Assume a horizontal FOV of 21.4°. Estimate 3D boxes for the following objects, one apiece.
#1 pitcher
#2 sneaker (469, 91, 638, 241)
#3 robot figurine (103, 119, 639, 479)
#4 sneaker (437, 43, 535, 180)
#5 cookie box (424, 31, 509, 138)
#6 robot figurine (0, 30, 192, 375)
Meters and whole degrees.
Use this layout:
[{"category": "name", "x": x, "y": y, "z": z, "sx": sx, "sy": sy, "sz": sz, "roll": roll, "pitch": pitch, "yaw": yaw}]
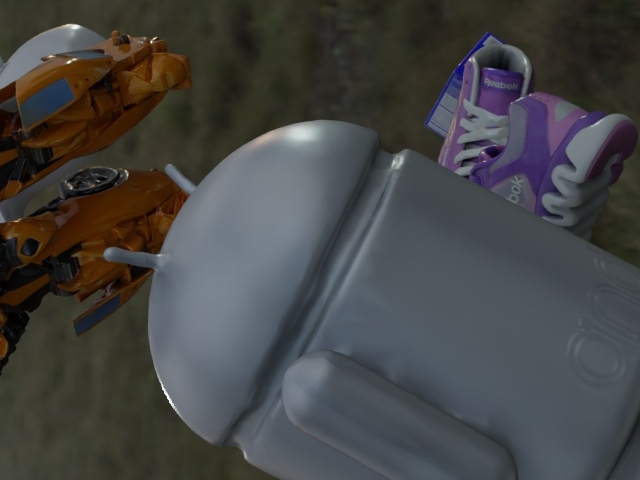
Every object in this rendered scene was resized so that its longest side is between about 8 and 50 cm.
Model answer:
[{"category": "pitcher", "x": -0.295, "y": -0.122, "z": 1.634, "sx": 0.207, "sy": 0.178, "sz": 0.125, "roll": -54, "pitch": 7, "yaw": -20}, {"category": "sneaker", "x": 0.162, "y": -0.023, "z": 1.359, "sx": 0.104, "sy": 0.095, "sz": 0.236, "roll": 36, "pitch": 128, "yaw": 21}, {"category": "robot figurine", "x": 0.053, "y": 0.061, "z": 0.962, "sx": 0.200, "sy": 0.353, "sz": 0.300, "roll": -62, "pitch": 2, "yaw": 14}, {"category": "sneaker", "x": 0.152, "y": -0.079, "z": 1.644, "sx": 0.161, "sy": 0.102, "sz": 0.282, "roll": 97, "pitch": -177, "yaw": -47}, {"category": "cookie box", "x": 0.179, "y": -0.186, "z": 2.057, "sx": 0.092, "sy": 0.040, "sz": 0.107, "roll": -49, "pitch": -8, "yaw": -36}, {"category": "robot figurine", "x": -0.190, "y": -0.014, "z": 1.065, "sx": 0.085, "sy": 0.291, "sz": 0.211, "roll": 10, "pitch": 123, "yaw": 35}]
